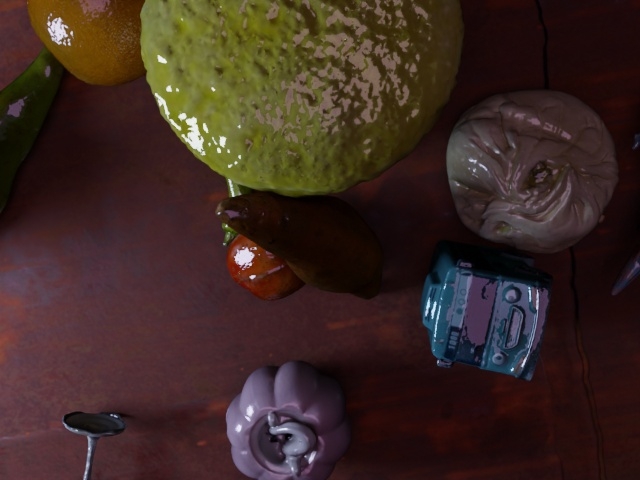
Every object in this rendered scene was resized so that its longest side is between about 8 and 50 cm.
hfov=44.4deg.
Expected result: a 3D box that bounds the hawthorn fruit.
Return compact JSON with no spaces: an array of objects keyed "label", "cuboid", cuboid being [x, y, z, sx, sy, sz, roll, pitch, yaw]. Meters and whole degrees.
[{"label":"hawthorn fruit","cuboid":[-0.065,0.024,1.075,0.128,0.128,0.128,0,98,3]}]

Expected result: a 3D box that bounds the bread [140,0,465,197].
[{"label":"bread","cuboid":[-0.002,-0.221,0.934,0.348,0.308,0.348,1,92,12]}]

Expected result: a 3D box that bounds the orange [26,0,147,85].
[{"label":"orange","cuboid":[-0.267,-0.303,1.002,0.206,0.206,0.206,0,98,3]}]

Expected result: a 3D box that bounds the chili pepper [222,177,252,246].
[{"label":"chili pepper","cuboid":[-0.124,-0.097,1.099,0.049,0.043,0.208,-6,93,29]}]

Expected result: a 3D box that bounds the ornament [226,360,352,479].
[{"label":"ornament","cuboid":[-0.044,0.257,1.082,0.178,0.177,0.177,0,98,3]}]

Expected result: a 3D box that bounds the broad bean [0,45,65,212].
[{"label":"broad bean","cuboid":[-0.447,-0.129,1.097,0.077,0.061,0.339,26,99,-8]}]

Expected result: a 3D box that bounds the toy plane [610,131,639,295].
[{"label":"toy plane","cuboid":[0.481,-0.065,1.041,0.223,0.104,0.326,34,102,-1]}]

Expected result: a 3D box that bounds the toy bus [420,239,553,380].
[{"label":"toy bus","cuboid":[0.202,0.078,0.997,0.147,0.256,0.128,10,98,4]}]

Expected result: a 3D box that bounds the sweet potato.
[{"label":"sweet potato","cuboid":[0.004,0.001,0.984,0.112,0.359,0.112,-12,62,24]}]

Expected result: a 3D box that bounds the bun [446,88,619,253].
[{"label":"bun","cuboid":[0.276,-0.089,1.028,0.230,0.145,0.229,1,99,6]}]

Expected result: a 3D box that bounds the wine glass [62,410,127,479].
[{"label":"wine glass","cuboid":[-0.335,0.347,1.139,0.122,0.122,0.182,11,94,1]}]
